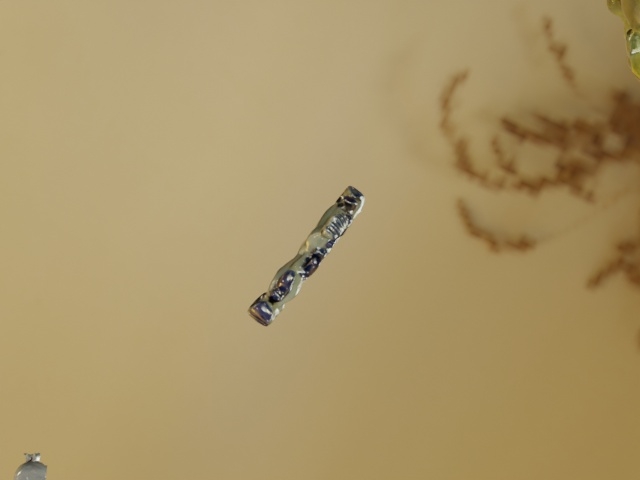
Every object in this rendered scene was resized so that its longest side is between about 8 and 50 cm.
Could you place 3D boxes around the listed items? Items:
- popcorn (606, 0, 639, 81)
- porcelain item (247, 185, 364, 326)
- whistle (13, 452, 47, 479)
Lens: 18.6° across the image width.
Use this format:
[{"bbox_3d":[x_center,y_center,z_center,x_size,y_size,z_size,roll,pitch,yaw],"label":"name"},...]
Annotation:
[{"bbox_3d":[0.306,-0.192,1.427,0.198,0.212,0.198,4,164,1],"label":"popcorn"},{"bbox_3d":[0.000,0.000,1.400,0.021,0.136,0.075,38,148,0],"label":"porcelain item"},{"bbox_3d":[-0.220,0.195,1.434,0.029,0.083,0.033,15,-166,-35],"label":"whistle"}]
